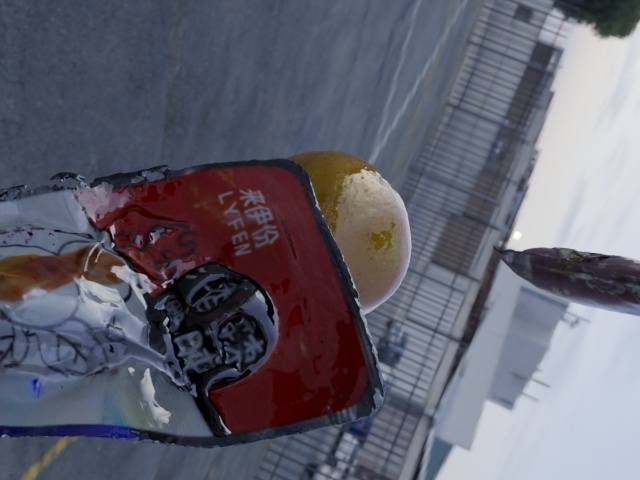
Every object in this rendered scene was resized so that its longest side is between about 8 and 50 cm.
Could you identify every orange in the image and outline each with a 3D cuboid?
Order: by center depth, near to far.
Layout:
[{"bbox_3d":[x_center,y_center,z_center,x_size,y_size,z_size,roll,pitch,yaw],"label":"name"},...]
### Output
[{"bbox_3d":[0.000,0.000,0.780,0.136,0.159,0.159,-41,157,-41],"label":"orange"}]

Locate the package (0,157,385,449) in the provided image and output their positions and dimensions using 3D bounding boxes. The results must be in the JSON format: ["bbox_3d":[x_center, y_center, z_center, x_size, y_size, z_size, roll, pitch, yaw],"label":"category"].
[{"bbox_3d":[-0.117,0.033,0.476,0.071,0.270,0.194,113,-33,-54],"label":"package"}]

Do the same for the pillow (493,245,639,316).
[{"bbox_3d":[0.229,0.035,0.634,0.118,0.185,0.043,12,92,-45],"label":"pillow"}]
